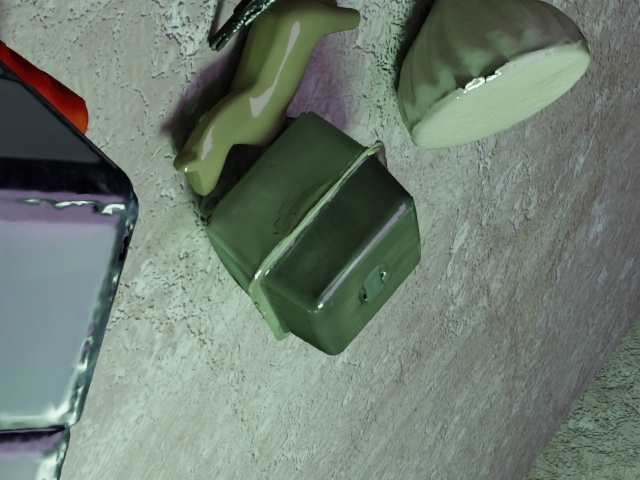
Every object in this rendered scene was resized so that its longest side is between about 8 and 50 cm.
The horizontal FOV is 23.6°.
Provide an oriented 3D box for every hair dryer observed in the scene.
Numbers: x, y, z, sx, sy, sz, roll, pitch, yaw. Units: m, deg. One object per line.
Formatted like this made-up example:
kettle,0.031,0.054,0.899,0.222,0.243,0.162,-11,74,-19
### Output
hair dryer,-0.037,-0.274,1.552,0.219,0.075,0.195,-42,-163,13

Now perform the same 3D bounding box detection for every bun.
bun,0.203,-0.247,1.975,0.263,0.175,0.263,-22,165,-6

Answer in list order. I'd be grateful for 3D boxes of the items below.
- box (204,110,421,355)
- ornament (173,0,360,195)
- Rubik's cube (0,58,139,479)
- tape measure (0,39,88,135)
box,0.000,0.000,1.735,0.220,0.166,0.290,-49,165,-8
ornament,-0.063,-0.156,1.640,0.245,0.061,0.230,-12,127,-64
Rubik's cube,-0.334,0.037,0.893,0.318,0.316,0.313,3,114,-35
tape measure,-0.313,-0.065,1.183,0.260,0.114,0.253,-58,156,-1
